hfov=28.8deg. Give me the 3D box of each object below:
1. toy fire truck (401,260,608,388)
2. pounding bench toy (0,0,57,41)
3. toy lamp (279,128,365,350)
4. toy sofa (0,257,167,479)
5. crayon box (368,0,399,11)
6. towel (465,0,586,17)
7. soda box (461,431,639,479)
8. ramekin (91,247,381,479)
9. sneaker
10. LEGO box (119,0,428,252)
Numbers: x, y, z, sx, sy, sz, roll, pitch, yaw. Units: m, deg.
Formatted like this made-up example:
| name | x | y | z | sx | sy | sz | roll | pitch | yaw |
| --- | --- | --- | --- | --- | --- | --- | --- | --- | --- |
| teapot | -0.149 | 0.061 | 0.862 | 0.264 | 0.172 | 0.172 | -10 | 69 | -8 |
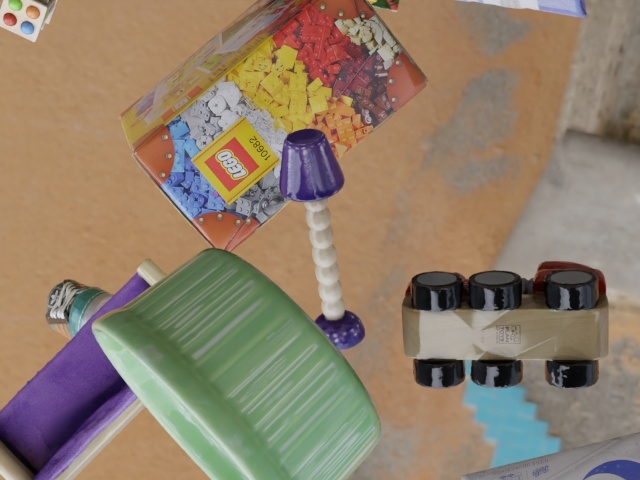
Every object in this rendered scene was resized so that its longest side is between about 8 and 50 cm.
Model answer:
| name | x | y | z | sx | sy | sz | roll | pitch | yaw |
| --- | --- | --- | --- | --- | --- | --- | --- | --- | --- |
| toy fire truck | 0.211 | 0.086 | 1.414 | 0.217 | 0.158 | 0.246 | -1 | -163 | 10 |
| pounding bench toy | -0.348 | -0.294 | 1.500 | 0.052 | 0.065 | 0.083 | 25 | 124 | -8 |
| toy lamp | 0.000 | 0.000 | 1.477 | 0.080 | 0.080 | 0.274 | 7 | 121 | 25 |
| toy sofa | -0.320 | 0.203 | 1.773 | 0.150 | 0.362 | 0.177 | 44 | 176 | 4 |
| crayon box | 0.010 | -0.535 | 2.183 | 0.318 | 0.202 | 0.081 | 10 | -177 | -9 |
| towel | 0.175 | -0.332 | 1.507 | 0.285 | 0.034 | 0.209 | 12 | 169 | 17 |
| soda box | 0.287 | 0.250 | 1.195 | 0.286 | 0.091 | 0.098 | -15 | 144 | 11 |
| ramekin | -0.078 | 0.151 | 1.273 | 0.303 | 0.148 | 0.303 | 43 | 163 | 17 |
| sneaker | -0.424 | 0.125 | 2.151 | 0.121 | 0.108 | 0.302 | 30 | 166 | -2 |
| LEGO box | -0.095 | -0.208 | 1.868 | 0.193 | 0.372 | 0.500 | 50 | 178 | -16 |
